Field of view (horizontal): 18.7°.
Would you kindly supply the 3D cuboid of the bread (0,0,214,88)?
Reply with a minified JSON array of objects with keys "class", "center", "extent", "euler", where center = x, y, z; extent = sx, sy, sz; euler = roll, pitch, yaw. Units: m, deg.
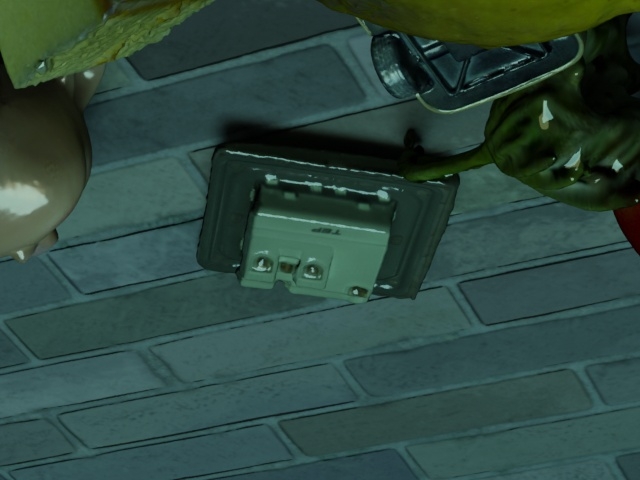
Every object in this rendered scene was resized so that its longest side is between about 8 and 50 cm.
[{"class":"bread","center":[-0.184,-0.358,1.682],"extent":[0.346,0.242,0.405],"euler":[-16,104,31]}]

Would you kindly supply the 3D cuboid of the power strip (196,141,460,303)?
[{"class":"power strip","center":[0.000,0.000,2.059],"extent":[0.257,0.092,0.251],"euler":[9,142,-3]}]

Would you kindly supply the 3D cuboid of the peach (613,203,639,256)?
[{"class":"peach","center":[0.391,-0.056,1.850],"extent":[0.243,0.199,0.243],"euler":[7,140,6]}]

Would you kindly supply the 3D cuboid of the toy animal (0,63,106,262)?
[{"class":"toy animal","center":[-0.364,-0.119,1.867],"extent":[0.237,0.269,0.326],"euler":[-29,98,35]}]

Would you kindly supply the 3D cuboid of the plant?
[{"class":"plant","center":[0.194,-0.074,1.802],"extent":[0.180,0.251,0.333],"euler":[41,131,-5]}]

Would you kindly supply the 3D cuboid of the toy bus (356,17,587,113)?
[{"class":"toy bus","center":[0.076,-0.287,1.586],"extent":[0.177,0.202,0.365],"euler":[-21,129,24]}]

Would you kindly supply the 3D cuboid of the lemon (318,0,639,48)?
[{"class":"lemon","center":[0.095,-0.266,1.294],"extent":[0.316,0.285,0.285],"euler":[-11,142,-4]}]
